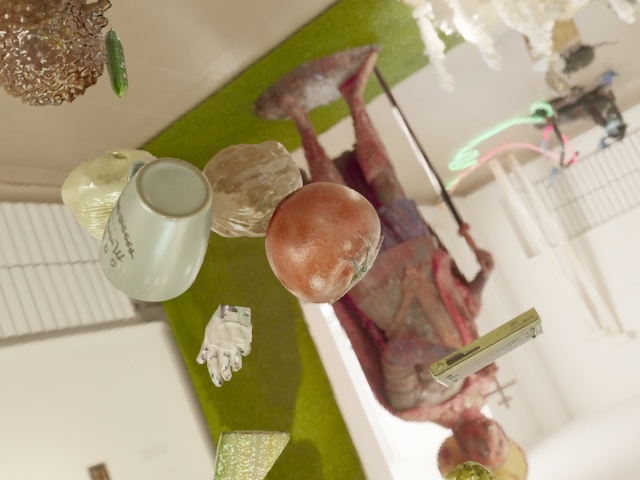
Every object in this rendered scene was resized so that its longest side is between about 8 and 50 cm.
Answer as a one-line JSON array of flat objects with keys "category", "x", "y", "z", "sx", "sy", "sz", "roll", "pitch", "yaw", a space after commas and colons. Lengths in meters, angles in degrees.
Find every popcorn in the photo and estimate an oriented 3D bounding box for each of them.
[{"category": "popcorn", "x": 0.334, "y": 0.541, "z": 1.738, "sx": 0.120, "sy": 0.116, "sz": 0.106, "roll": -17, "pitch": 162, "yaw": 19}]

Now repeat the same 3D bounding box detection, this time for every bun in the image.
[{"category": "bun", "x": -0.413, "y": -0.104, "z": 1.665, "sx": 0.259, "sy": 0.160, "sz": 0.259, "roll": -4, "pitch": 152, "yaw": -2}]

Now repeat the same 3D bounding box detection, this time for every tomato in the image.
[{"category": "tomato", "x": 0.000, "y": 0.000, "z": 1.741, "sx": 0.265, "sy": 0.265, "sz": 0.265, "roll": -23, "pitch": 168, "yaw": -5}]

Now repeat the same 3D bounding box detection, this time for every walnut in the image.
[{"category": "walnut", "x": -0.179, "y": -0.123, "z": 1.972, "sx": 0.273, "sy": 0.227, "sz": 0.273, "roll": -14, "pitch": -163, "yaw": 4}]

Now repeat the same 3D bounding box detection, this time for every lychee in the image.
[{"category": "lychee", "x": -0.438, "y": -0.326, "z": 1.296, "sx": 0.238, "sy": 0.200, "sz": 0.200, "roll": -27, "pitch": 168, "yaw": 18}]

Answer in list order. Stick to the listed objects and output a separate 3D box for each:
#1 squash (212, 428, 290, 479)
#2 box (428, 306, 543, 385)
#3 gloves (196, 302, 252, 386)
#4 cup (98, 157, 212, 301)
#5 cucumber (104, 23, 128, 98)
[{"category": "squash", "x": -0.194, "y": 0.624, "z": 2.007, "sx": 0.203, "sy": 0.289, "sz": 0.111, "roll": 7, "pitch": 168, "yaw": -28}, {"category": "box", "x": 0.383, "y": 0.249, "z": 1.813, "sx": 0.270, "sy": 0.045, "sz": 0.211, "roll": -31, "pitch": 159, "yaw": 6}, {"category": "gloves", "x": -0.242, "y": 0.270, "z": 2.030, "sx": 0.127, "sy": 0.212, "sz": 0.111, "roll": 11, "pitch": 176, "yaw": -11}, {"category": "cup", "x": -0.296, "y": -0.058, "z": 1.430, "sx": 0.186, "sy": 0.258, "sz": 0.234, "roll": -7, "pitch": 149, "yaw": -28}, {"category": "cucumber", "x": -0.373, "y": -0.322, "z": 1.447, "sx": 0.039, "sy": 0.168, "sz": 0.039, "roll": -13, "pitch": 156, "yaw": -6}]
